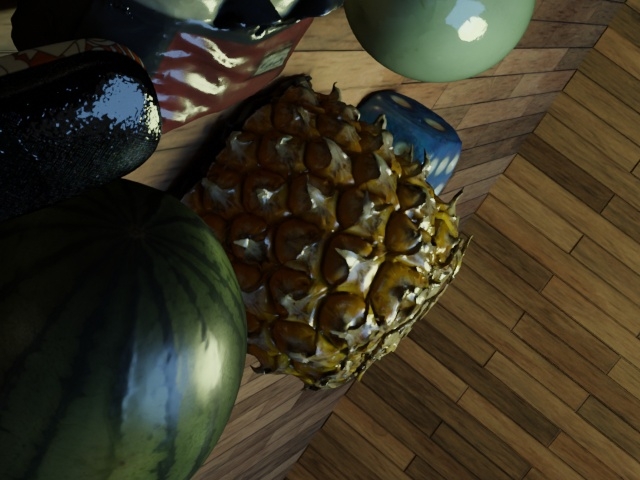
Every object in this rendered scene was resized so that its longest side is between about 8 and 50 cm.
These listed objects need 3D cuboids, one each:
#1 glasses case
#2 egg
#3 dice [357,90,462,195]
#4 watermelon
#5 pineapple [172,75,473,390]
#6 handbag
[{"bbox_3d":[-0.235,-0.057,0.809,0.267,0.067,0.103,-18,140,-7],"label":"glasses case"},{"bbox_3d":[0.130,-0.273,1.353,0.203,0.203,0.283,-56,171,19],"label":"egg"},{"bbox_3d":[0.109,-0.126,1.803,0.143,0.146,0.146,-19,141,-62],"label":"dice"},{"bbox_3d":[-0.210,0.109,1.083,0.279,0.279,0.359,-33,158,-52],"label":"watermelon"},{"bbox_3d":[-0.002,0.003,1.480,0.352,0.300,0.352,-48,172,-9],"label":"pineapple"},{"bbox_3d":[-0.086,-0.198,0.911,0.254,0.181,0.181,-33,164,-50],"label":"handbag"}]
